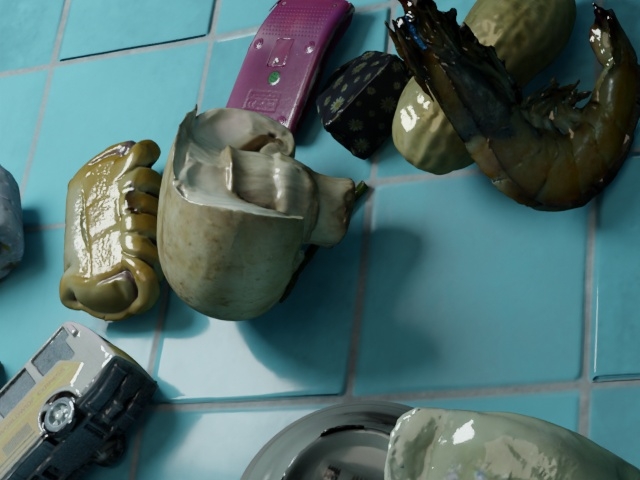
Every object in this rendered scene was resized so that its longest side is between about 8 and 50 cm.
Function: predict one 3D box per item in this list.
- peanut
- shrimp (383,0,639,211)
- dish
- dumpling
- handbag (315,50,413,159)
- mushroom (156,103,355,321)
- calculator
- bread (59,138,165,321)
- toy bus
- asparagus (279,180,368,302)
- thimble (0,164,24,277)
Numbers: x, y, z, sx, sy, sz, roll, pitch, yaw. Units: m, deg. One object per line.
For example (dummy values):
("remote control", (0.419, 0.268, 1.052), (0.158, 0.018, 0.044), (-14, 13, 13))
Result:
("peanut", (0.178, -0.179, 1.491), (0.111, 0.125, 0.274), (38, 77, 14))
("shrimp", (0.206, -0.175, 1.405), (0.222, 0.290, 0.054), (-47, 8, -13))
("dish", (0.035, 0.249, 1.288), (0.260, 0.085, 0.260), (-4, 59, 6))
("dumpling", (0.169, 0.242, 1.217), (0.252, 0.131, 0.179), (22, 79, -5))
("handbag", (0.044, -0.168, 1.595), (0.115, 0.072, 0.139), (-47, 30, 5))
("mushroom", (-0.078, -0.013, 1.498), (0.195, 0.189, 0.254), (11, 34, -12))
("calculator", (-0.043, -0.206, 1.668), (0.126, 0.034, 0.190), (10, 69, 40))
("bread", (-0.235, -0.009, 1.639), (0.134, 0.081, 0.225), (-19, 57, 25))
("toy bus", (-0.332, 0.244, 1.540), (0.342, 0.097, 0.138), (-48, 45, -2))
("asparagus", (0.000, 0.000, 1.545), (0.016, 0.016, 0.163), (34, 81, 19))
("thimble", (-0.437, -0.020, 1.726), (0.151, 0.127, 0.118), (-24, 53, 14))
